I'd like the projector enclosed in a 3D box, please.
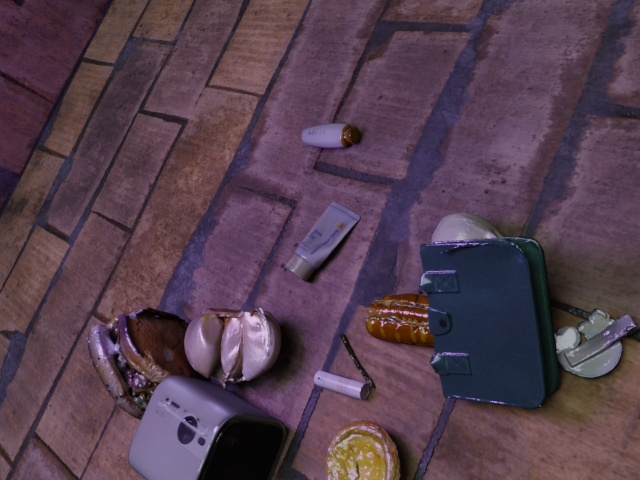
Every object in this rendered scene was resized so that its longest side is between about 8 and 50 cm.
[{"bbox_3d":[-0.268,0.491,1.466,0.249,0.248,0.249,17,81,40],"label":"projector"}]

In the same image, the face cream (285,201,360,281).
[{"bbox_3d":[0.000,0.000,1.618,0.114,0.070,0.224,33,82,41],"label":"face cream"}]

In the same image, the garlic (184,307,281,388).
[{"bbox_3d":[-0.222,0.279,1.585,0.281,0.185,0.203,-1,77,14],"label":"garlic"}]

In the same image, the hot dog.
[{"bbox_3d":[0.218,0.176,1.365,0.269,0.072,0.115,-3,61,36],"label":"hot dog"}]

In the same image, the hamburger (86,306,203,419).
[{"bbox_3d":[-0.451,0.327,1.641,0.195,0.318,0.277,-32,60,10],"label":"hamburger"}]

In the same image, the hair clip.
[{"bbox_3d":[0.510,0.195,1.151,0.172,0.049,0.116,-38,48,21],"label":"hair clip"}]

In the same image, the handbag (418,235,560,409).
[{"bbox_3d":[0.319,0.156,1.187,0.238,0.089,0.327,-5,99,38],"label":"handbag"}]

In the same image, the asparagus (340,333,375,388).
[{"bbox_3d":[0.084,0.284,1.449,0.016,0.016,0.163,-32,51,-2],"label":"asparagus"}]

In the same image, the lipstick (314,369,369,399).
[{"bbox_3d":[0.048,0.337,1.438,0.141,0.040,0.040,6,74,40],"label":"lipstick"}]

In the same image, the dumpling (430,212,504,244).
[{"bbox_3d":[0.303,0.038,1.310,0.258,0.147,0.193,21,93,65],"label":"dumpling"}]

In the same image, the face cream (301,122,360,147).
[{"bbox_3d":[0.027,-0.295,1.729,0.182,0.051,0.072,6,76,40],"label":"face cream"}]

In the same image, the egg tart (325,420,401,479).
[{"bbox_3d":[0.096,0.481,1.313,0.191,0.074,0.191,-17,60,31],"label":"egg tart"}]
